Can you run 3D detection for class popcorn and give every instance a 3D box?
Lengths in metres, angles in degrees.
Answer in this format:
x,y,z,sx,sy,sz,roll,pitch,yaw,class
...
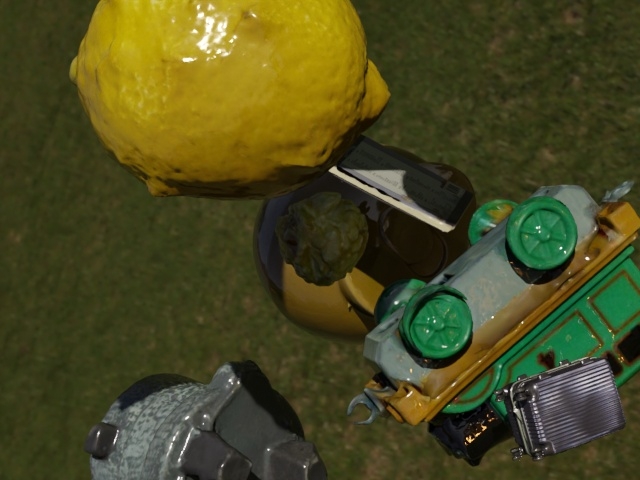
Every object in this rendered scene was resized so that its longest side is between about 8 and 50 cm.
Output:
x,y,z,sx,sy,sz,roll,pitch,yaw,class
0.000,0.000,1.430,0.121,0.116,0.106,0,71,24,popcorn

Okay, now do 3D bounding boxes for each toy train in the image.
x,y,z,sx,sy,sz,roll,pitch,yaw,class
0.226,0.101,1.353,0.429,0.249,0.178,-40,7,-7,toy train

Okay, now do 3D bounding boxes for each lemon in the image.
x,y,z,sx,sy,sz,roll,pitch,yaw,class
-0.081,-0.146,1.046,0.233,0.288,0.233,7,-90,-84,lemon

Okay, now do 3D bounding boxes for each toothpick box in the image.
x,y,z,sx,sy,sz,roll,pitch,yaw,class
0.092,0.010,2.330,0.425,0.409,0.408,-5,71,66,toothpick box

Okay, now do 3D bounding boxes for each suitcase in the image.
x,y,z,sx,sy,sz,roll,pitch,yaw,class
0.245,0.170,1.190,0.059,0.126,0.086,-17,88,66,suitcase

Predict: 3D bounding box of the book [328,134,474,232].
x,y,z,sx,sy,sz,roll,pitch,yaw,class
0.120,-0.093,1.842,0.026,0.231,0.157,-65,-8,27,book

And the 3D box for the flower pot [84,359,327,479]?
x,y,z,sx,sy,sz,roll,pitch,yaw,class
-0.155,0.310,1.666,0.283,0.299,0.299,11,85,45,flower pot
